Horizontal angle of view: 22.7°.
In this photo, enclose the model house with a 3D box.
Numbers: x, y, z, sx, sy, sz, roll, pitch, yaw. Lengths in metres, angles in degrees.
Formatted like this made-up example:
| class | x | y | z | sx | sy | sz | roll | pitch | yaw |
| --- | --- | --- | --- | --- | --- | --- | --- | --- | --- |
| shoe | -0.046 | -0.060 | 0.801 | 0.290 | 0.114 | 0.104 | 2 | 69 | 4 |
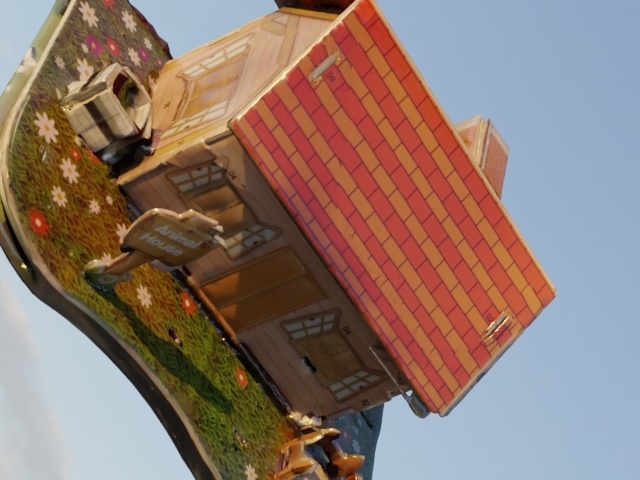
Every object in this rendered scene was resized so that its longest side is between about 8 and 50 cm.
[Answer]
| class | x | y | z | sx | sy | sz | roll | pitch | yaw |
| --- | --- | --- | --- | --- | --- | --- | --- | --- | --- |
| model house | 0.001 | 0.000 | 0.754 | 0.294 | 0.154 | 0.207 | 54 | 26 | -27 |
